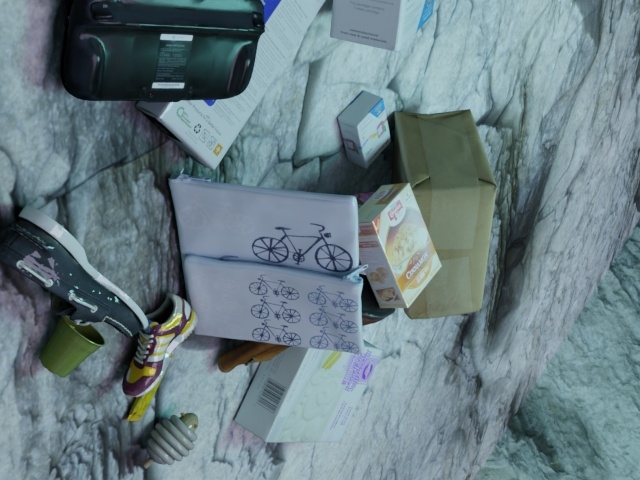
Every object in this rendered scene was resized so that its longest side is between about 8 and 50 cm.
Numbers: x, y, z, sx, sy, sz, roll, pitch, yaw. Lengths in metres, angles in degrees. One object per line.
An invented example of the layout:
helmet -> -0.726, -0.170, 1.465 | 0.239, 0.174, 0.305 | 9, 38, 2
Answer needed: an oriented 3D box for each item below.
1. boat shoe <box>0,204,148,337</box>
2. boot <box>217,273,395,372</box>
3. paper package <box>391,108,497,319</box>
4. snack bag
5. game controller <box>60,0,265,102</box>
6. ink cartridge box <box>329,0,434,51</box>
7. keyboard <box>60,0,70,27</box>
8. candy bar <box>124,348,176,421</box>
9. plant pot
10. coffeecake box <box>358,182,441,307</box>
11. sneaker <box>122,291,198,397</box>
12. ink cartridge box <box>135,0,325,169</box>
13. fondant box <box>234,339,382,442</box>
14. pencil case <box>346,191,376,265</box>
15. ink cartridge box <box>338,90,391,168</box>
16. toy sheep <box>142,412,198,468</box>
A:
boat shoe -> -0.361, 0.068, 1.459 | 0.091, 0.114, 0.302 | -54, 136, -17
boot -> -0.022, 0.177, 1.916 | 0.264, 0.096, 0.280 | -13, 159, -45
paper package -> 0.239, -0.061, 2.064 | 0.309, 0.168, 0.325 | -96, -176, -51
snack bag -> -0.083, 0.045, 1.666 | 0.037, 0.323, 0.342 | -70, 163, -49
game controller -> -0.211, -0.272, 1.393 | 0.319, 0.067, 0.166 | -8, 129, -43
ink cartridge box -> 0.120, -0.501, 1.666 | 0.223, 0.129, 0.307 | -52, 152, -54
keyboard -> -0.299, -0.321, 1.330 | 0.108, 0.023, 0.180 | -31, 138, -33
candy bar -> -0.298, 0.250, 1.774 | 0.161, 0.018, 0.040 | -64, 153, 1
plant pot -> -0.384, 0.163, 1.529 | 0.079, 0.083, 0.083 | -51, 150, 4
coffeecake box -> 0.136, 0.009, 1.850 | 0.142, 0.068, 0.185 | -45, 120, -41
sneaker -> -0.287, 0.173, 1.694 | 0.185, 0.069, 0.084 | -58, 141, -20
ink cartridge box -> -0.124, -0.306, 1.563 | 0.371, 0.069, 0.176 | -56, 148, -7
fondant box -> -0.018, 0.309, 2.170 | 0.330, 0.096, 0.238 | 19, 97, -60
pencil case -> 0.000, 0.000, 1.872 | 0.386, 0.167, 0.160 | -10, 80, -51
ink cartridge box -> 0.088, -0.216, 1.965 | 0.088, 0.052, 0.122 | -48, 148, -24
toy sheep -> -0.274, 0.368, 1.840 | 0.132, 0.091, 0.091 | -49, 147, -12
